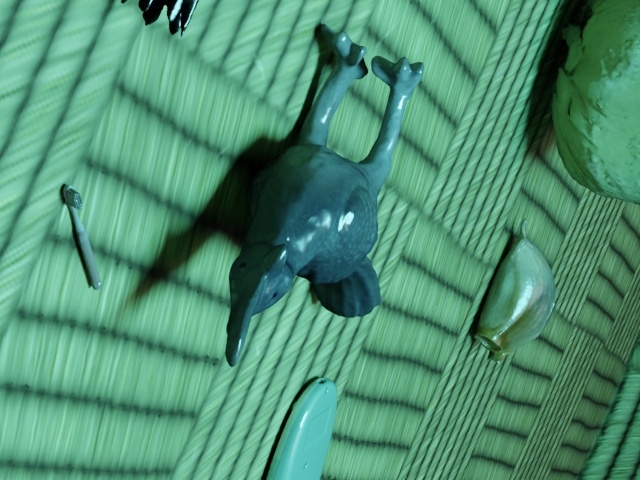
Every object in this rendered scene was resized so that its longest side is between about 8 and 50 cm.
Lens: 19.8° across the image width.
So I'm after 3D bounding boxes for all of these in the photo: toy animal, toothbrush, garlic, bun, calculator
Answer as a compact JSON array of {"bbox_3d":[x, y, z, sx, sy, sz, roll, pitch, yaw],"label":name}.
[{"bbox_3d":[0.007,-0.033,1.211,0.367,0.081,0.206,-8,115,-79],"label":"toy animal"},{"bbox_3d":[-0.125,0.000,0.974,0.006,0.008,0.097,-44,155,-22],"label":"toothbrush"},{"bbox_3d":[0.214,0.060,1.947,0.152,0.066,0.084,-65,161,1],"label":"garlic"},{"bbox_3d":[0.306,-0.164,1.804,0.259,0.152,0.259,11,90,-78],"label":"bun"},{"bbox_3d":[-0.019,0.182,1.487,0.095,0.021,0.153,-25,132,-64],"label":"calculator"}]

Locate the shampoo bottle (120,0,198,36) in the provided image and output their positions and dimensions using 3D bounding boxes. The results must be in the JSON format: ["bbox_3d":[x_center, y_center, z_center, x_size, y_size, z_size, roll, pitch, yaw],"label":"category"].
[{"bbox_3d":[-0.050,-0.190,0.888,0.183,0.050,0.087,-67,166,-1],"label":"shampoo bottle"}]
